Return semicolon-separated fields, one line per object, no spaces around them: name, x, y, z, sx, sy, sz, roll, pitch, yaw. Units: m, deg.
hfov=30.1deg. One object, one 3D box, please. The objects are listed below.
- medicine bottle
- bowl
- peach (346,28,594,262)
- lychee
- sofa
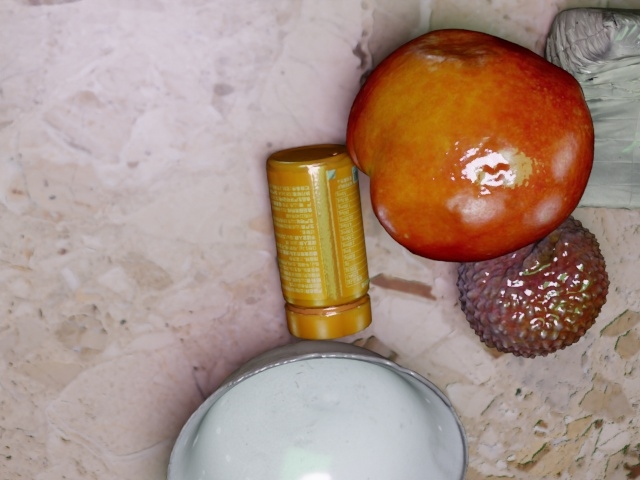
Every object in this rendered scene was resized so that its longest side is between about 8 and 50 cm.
medicine bottle;0.000;0.000;1.257;0.096;0.096;0.192;-10;106;-10
bowl;-0.008;0.206;1.269;0.313;0.146;0.313;-4;122;-6
peach;0.151;-0.097;1.181;0.243;0.199;0.243;1;94;8
lychee;0.227;0.042;1.279;0.165;0.197;0.165;-3;65;5
sofa;0.348;-0.132;1.259;0.210;0.176;0.225;2;103;-13
